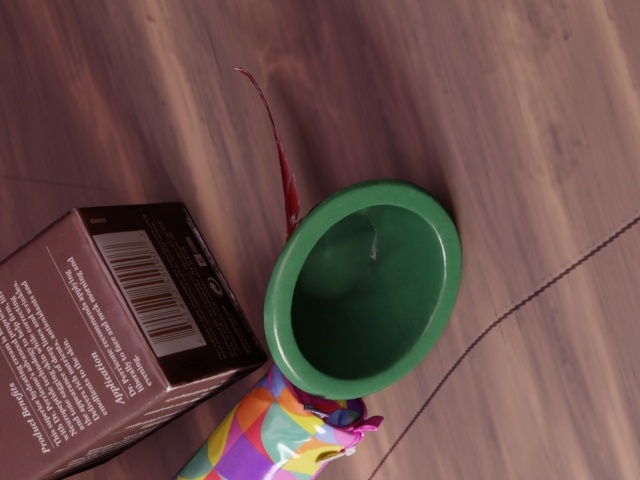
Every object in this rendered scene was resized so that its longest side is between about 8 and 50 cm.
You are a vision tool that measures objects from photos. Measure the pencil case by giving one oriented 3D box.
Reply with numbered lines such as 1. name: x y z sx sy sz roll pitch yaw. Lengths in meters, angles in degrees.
1. pencil case: -0.059 0.197 1.179 0.104 0.104 0.236 47 111 15

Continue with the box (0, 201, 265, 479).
1. box: -0.193 0.088 1.193 0.203 0.167 0.168 -33 80 23

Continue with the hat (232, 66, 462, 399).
1. hat: 0.000 0.000 1.165 0.183 0.173 0.209 34 104 55
